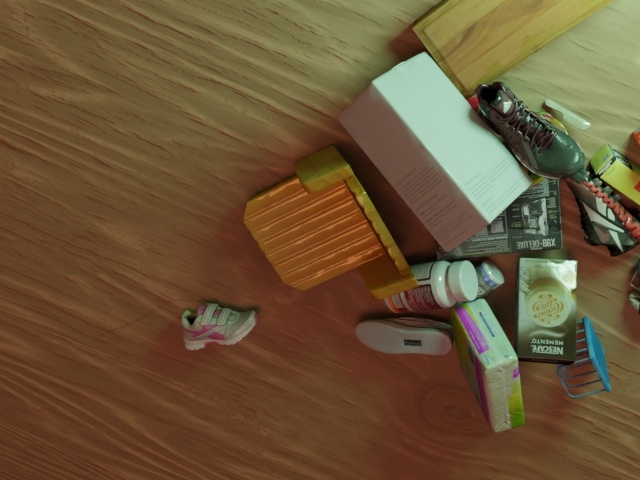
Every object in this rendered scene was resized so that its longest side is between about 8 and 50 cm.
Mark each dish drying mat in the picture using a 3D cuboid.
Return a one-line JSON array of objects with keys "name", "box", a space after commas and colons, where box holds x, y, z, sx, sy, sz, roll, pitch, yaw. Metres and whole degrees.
[{"name": "dish drying mat", "box": [0.324, -0.316, 1.685, 0.083, 0.008, 0.032, -1, 118, 12]}]

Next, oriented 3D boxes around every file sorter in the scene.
[{"name": "file sorter", "box": [0.669, 0.305, 1.871, 0.105, 0.170, 0.118, -23, 112, 24]}]

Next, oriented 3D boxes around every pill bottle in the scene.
[{"name": "pill bottle", "box": [0.277, 0.115, 1.840, 0.221, 0.121, 0.121, -11, 117, 35]}, {"name": "pill bottle", "box": [0.397, 0.117, 1.872, 0.078, 0.078, 0.137, 41, 118, -12]}]

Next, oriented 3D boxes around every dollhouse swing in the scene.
[{"name": "dollhouse swing", "box": [0.000, 0.000, 1.778, 0.305, 0.315, 0.346, -30, 111, 3]}]

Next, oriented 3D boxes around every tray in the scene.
[{"name": "tray", "box": [0.421, -0.498, 1.527, 0.411, 0.076, 0.202, -33, 108, 26]}]

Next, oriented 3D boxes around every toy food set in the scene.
[{"name": "toy food set", "box": [0.483, -0.219, 1.613, 0.128, 0.071, 0.218, 43, 97, 14]}]

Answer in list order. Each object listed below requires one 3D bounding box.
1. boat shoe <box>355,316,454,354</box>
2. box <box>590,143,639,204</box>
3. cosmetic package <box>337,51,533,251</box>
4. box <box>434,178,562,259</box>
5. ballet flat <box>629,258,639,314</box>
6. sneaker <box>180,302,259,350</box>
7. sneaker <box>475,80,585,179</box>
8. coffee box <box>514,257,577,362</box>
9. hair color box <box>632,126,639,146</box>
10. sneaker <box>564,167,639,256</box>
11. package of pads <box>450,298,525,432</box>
[{"name": "boat shoe", "box": [0.232, 0.248, 1.974, 0.268, 0.088, 0.096, -1, 113, 23]}, {"name": "box", "box": [0.734, -0.125, 1.666, 0.232, 0.087, 0.058, 34, 119, -7]}, {"name": "cosmetic package", "box": [0.249, -0.196, 1.573, 0.385, 0.217, 0.156, 52, 141, 5]}, {"name": "box", "box": [0.420, -0.085, 1.756, 0.308, 0.076, 0.242, -7, 117, 15]}, {"name": "ballet flat", "box": [0.809, 0.126, 1.808, 0.074, 0.074, 0.203, -3, 124, 13]}, {"name": "sneaker", "box": [-0.298, 0.234, 2.061, 0.253, 0.103, 0.111, -15, 116, 18]}, {"name": "sneaker", "box": [0.420, -0.240, 1.525, 0.106, 0.281, 0.163, -50, 143, 8]}, {"name": "coffee box", "box": [0.553, 0.175, 1.782, 0.141, 0.098, 0.246, 2, 75, 10]}, {"name": "hair color box", "box": [0.734, -0.201, 1.591, 0.043, 0.141, 0.072, -39, 106, 26]}, {"name": "sneaker", "box": [0.653, -0.063, 1.708, 0.276, 0.097, 0.135, 41, 116, -14]}, {"name": "package of pads", "box": [0.427, 0.318, 1.860, 0.101, 0.229, 0.296, -19, 131, -1]}]
